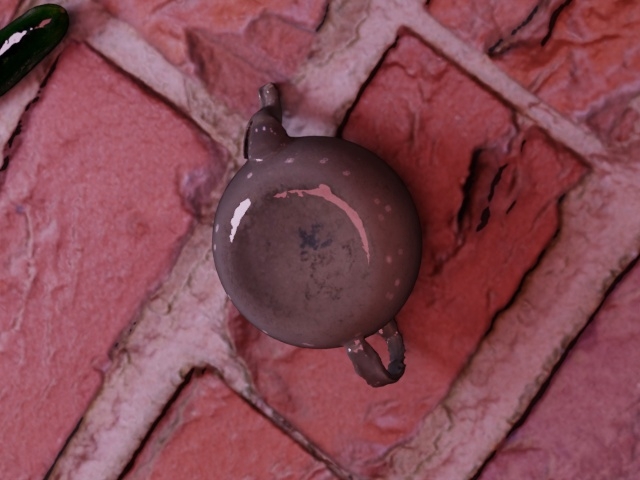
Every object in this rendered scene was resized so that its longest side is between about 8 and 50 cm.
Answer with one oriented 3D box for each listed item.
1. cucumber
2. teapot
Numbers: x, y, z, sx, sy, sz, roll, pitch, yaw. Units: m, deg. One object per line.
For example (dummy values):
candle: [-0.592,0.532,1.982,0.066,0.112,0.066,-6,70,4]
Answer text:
cucumber: [-0.346,-0.149,1.761,0.284,0.056,0.056,-29,93,26]
teapot: [0.000,0.000,1.648,0.193,0.129,0.294,-26,96,21]
